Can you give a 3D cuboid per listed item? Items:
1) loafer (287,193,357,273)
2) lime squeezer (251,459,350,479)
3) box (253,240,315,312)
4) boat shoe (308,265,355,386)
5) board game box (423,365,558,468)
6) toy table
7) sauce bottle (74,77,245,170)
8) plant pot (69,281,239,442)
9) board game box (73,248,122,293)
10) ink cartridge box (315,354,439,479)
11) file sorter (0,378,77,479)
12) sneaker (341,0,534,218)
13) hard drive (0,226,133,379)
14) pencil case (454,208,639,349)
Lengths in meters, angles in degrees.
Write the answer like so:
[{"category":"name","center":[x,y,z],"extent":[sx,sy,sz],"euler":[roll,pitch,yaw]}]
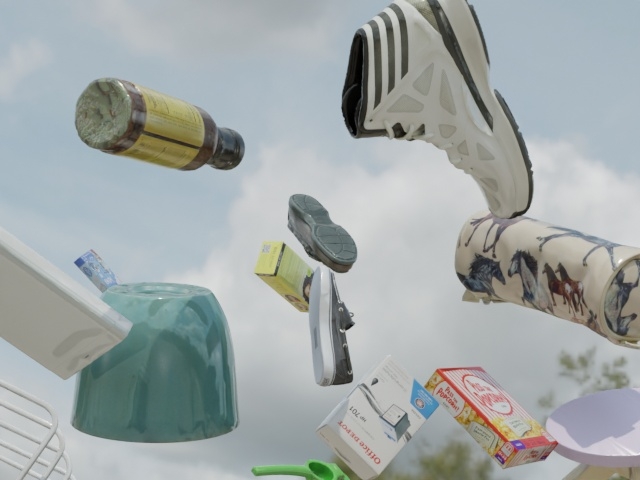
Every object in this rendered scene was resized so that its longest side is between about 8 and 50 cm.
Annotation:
[{"category":"loafer","center":[0.000,0.000,2.483],"extent":[0.096,0.267,0.084],"euler":[3,-58,-28]},{"category":"lime squeezer","center":[-0.012,0.392,1.856],"extent":[0.110,0.059,0.310],"euler":[-26,-39,3]},{"category":"box","center":[-0.066,0.087,2.710],"extent":[0.058,0.087,0.232],"euler":[3,-23,31]},{"category":"boat shoe","center":[0.027,0.155,2.119],"extent":[0.076,0.228,0.080],"euler":[5,-30,-17]},{"category":"board game box","center":[0.281,0.288,1.927],"extent":[0.193,0.045,0.147],"euler":[45,22,30]},{"category":"toy table","center":[0.532,0.368,2.014],"extent":[0.274,0.252,0.161],"euler":[-2,-59,15]},{"category":"sauce bottle","center":[-0.229,-0.161,1.770],"extent":[0.111,0.111,0.344],"euler":[-2,-7,26]},{"category":"plant pot","center":[-0.281,0.197,2.021],"extent":[0.293,0.235,0.293],"euler":[2,5,0]},{"category":"board game box","center":[-0.429,0.061,2.262],"extent":[0.090,0.020,0.090],"euler":[48,9,-5]},{"category":"ink cartridge box","center":[0.108,0.333,2.195],"extent":[0.139,0.190,0.082],"euler":[44,-27,1]},{"category":"file sorter","center":[-0.398,0.288,1.361],"extent":[0.193,0.173,0.277],"euler":[23,-33,13]},{"category":"sneaker","center":[0.177,-0.191,1.954],"extent":[0.257,0.169,0.447],"euler":[-28,-65,-5]},{"category":"hard drive","center":[-0.467,0.087,1.811],"extent":[0.307,0.040,0.203],"euler":[39,-46,-19]},{"category":"pencil case","center":[0.421,0.066,2.079],"extent":[0.160,0.183,0.410],"euler":[-3,13,-34]}]
